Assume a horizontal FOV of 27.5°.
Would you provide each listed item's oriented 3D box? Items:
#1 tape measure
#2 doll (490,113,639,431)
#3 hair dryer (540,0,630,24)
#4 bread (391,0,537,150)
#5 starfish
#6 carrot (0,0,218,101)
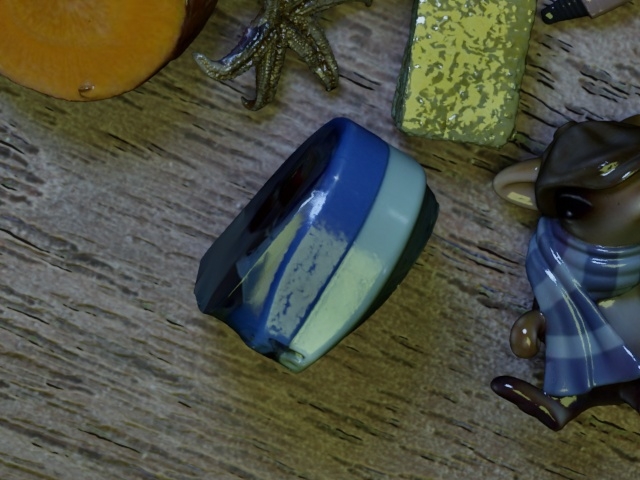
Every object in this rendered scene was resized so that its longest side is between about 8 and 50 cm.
[{"bbox_3d":[0.000,0.002,1.382,0.138,0.259,0.262,38,96,-14],"label":"tape measure"},{"bbox_3d":[0.334,0.034,1.437,0.318,0.209,0.339,-10,105,-5],"label":"doll"},{"bbox_3d":[0.403,-0.305,1.411,0.344,0.106,0.189,-25,106,13],"label":"hair dryer"},{"bbox_3d":[0.156,-0.201,1.408,0.138,0.102,0.196,6,103,-9],"label":"bread"},{"bbox_3d":[-0.039,-0.230,1.366,0.213,0.057,0.238,-39,143,-14],"label":"starfish"},{"bbox_3d":[-0.254,-0.276,1.318,0.307,0.100,0.258,10,112,13],"label":"carrot"}]
